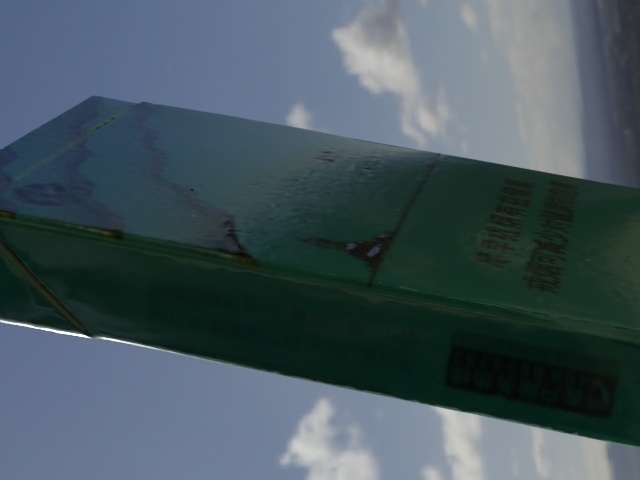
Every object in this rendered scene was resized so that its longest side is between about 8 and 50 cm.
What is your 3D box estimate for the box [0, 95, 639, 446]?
[{"bbox_3d":[0.000,0.000,0.502,0.161,0.226,0.042,-54,-27,-70],"label":"box"}]
